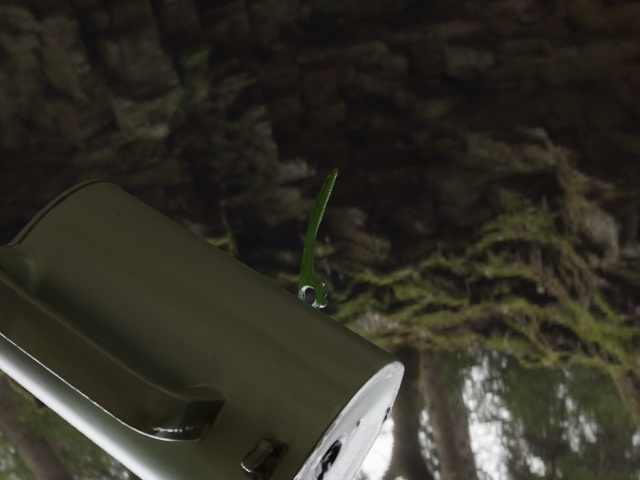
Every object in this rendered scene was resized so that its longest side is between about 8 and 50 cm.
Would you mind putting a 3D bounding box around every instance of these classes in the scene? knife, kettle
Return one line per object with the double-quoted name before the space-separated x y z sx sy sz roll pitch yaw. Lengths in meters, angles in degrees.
"knife" -0.002 -0.001 1.267 0.022 0.078 0.166 18 -118 -20
"kettle" -0.127 0.113 1.081 0.318 0.205 0.265 34 -143 17
